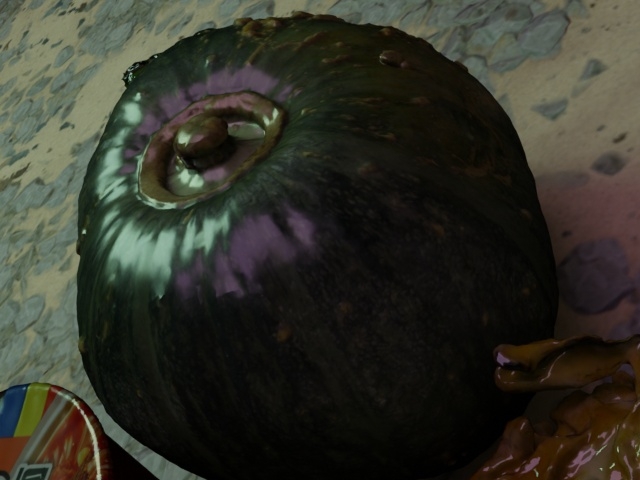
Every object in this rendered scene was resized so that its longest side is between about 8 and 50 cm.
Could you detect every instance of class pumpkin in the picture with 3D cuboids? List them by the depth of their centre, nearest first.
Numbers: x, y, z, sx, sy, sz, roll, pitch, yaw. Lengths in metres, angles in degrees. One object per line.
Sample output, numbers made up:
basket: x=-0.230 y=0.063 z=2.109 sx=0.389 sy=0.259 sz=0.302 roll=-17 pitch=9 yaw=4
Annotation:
pumpkin: x=0.000 y=0.000 z=0.636 sx=0.291 sy=0.257 sz=0.328 roll=-10 pitch=48 yaw=20

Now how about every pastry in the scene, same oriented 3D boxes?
pastry: x=0.120 y=0.146 z=0.491 sx=0.154 sy=0.102 sz=0.250 roll=42 pitch=96 yaw=24

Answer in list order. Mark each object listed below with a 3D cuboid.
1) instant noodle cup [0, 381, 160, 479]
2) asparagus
instant noodle cup: x=-0.158 y=0.241 z=0.619 sx=0.250 sy=0.192 sz=0.250 roll=-25 pitch=42 yaw=25
asparagus: x=-0.172 y=-0.217 z=1.182 sx=0.165 sy=0.030 sz=0.036 roll=-17 pitch=22 yaw=35
